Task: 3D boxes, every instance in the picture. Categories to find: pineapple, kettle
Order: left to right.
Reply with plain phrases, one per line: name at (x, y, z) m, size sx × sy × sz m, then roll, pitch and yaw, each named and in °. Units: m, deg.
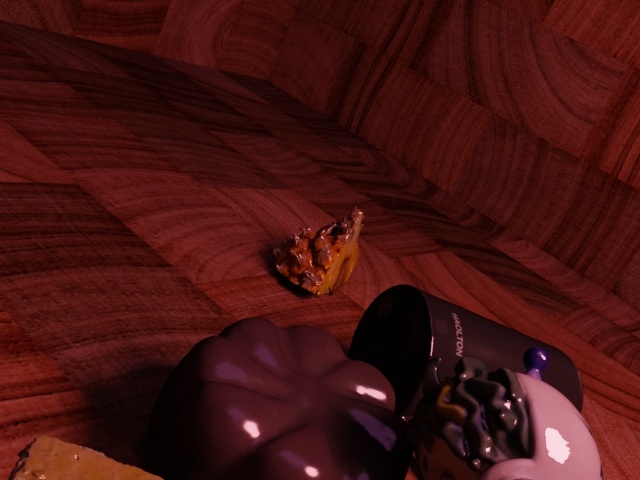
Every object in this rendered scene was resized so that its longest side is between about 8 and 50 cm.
pineapple at (-0.002, 0.001, 1.374) m, size 0.140 × 0.164 × 0.250 m, roll 23°, pitch 21°, yaw 15°
kettle at (0.225, 0.218, 1.035) m, size 0.308 × 0.203 × 0.262 m, roll 21°, pitch 17°, yaw -24°

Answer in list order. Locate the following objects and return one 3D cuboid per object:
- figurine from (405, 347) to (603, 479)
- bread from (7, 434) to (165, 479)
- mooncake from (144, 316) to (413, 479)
figurine at (0.170, 0.284, 0.644) m, size 0.186 × 0.261 × 0.381 m, roll 4°, pitch 61°, yaw -16°
bread at (-0.172, 0.256, 0.566) m, size 0.196 × 0.102 × 0.138 m, roll 24°, pitch 21°, yaw -14°
mooncake at (-0.038, 0.212, 0.783) m, size 0.306 × 0.154 × 0.306 m, roll 24°, pitch 21°, yaw -10°
